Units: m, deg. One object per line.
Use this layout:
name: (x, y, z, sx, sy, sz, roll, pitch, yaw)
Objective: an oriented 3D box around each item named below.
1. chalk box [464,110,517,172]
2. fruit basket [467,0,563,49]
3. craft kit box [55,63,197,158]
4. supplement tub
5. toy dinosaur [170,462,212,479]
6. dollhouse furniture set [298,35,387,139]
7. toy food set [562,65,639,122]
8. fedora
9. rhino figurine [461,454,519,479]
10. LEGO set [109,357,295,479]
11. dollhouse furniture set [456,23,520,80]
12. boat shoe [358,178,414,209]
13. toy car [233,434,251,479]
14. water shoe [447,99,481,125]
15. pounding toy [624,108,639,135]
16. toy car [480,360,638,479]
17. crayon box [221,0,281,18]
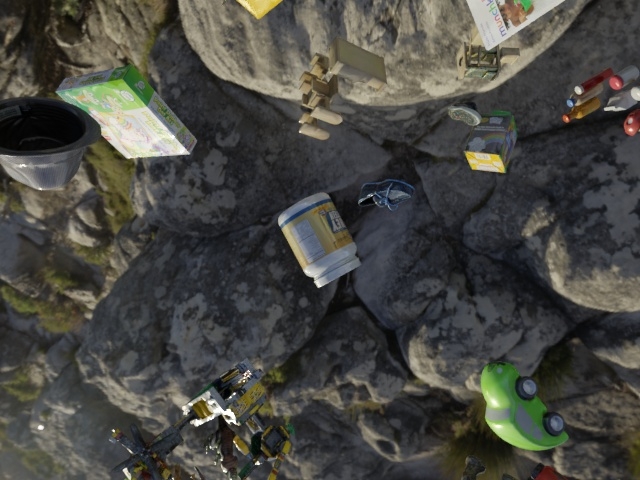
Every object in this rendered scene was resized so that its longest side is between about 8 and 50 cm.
chalk box: (0.641, -0.380, 1.608, 0.132, 0.213, 0.132, 16, 166, 36)
fruit basket: (0.417, -0.642, 0.933, 0.353, 0.165, 0.327, -14, 102, 61)
craft kit box: (-0.485, -0.313, 1.102, 0.246, 0.061, 0.250, 0, 149, 27)
supplement tub: (0.000, 0.000, 1.064, 0.144, 0.144, 0.200, -32, 84, 33)
toy dinosaur: (-0.282, 0.620, 1.024, 0.211, 0.064, 0.112, 29, 169, 26)
dollhouse furniture set: (0.056, -0.441, 1.271, 0.160, 0.212, 0.242, 13, 150, -26)
toy food set: (0.760, -0.391, 1.175, 0.104, 0.232, 0.111, -30, 102, 1)
fedora: (-0.598, -0.197, 0.925, 0.275, 0.243, 0.124, 42, 136, 30)
rhino figurine: (0.236, 0.387, 0.513, 0.243, 0.106, 0.073, 53, 143, -4)
LEGO set: (-0.180, 0.373, 0.769, 0.255, 0.331, 0.192, 58, 137, 9)
dollhouse furniture set: (0.517, -0.545, 1.265, 0.181, 0.101, 0.161, 1, 169, -4)
boat shoe: (0.228, -0.150, 1.519, 0.109, 0.089, 0.258, 30, 168, -22)
toy car: (-0.126, 0.361, 0.645, 0.040, 0.060, 0.122, 15, 116, 53)
water shoe: (0.544, -0.483, 1.599, 0.080, 0.203, 0.073, -37, 118, 3)
pounding toy: (0.609, -0.203, 0.760, 0.110, 0.237, 0.183, 27, 138, 19)
toy car: (0.236, 0.229, 0.444, 0.225, 0.053, 0.239, 53, 158, 7)
crayon box: (-0.062, -0.570, 0.838, 0.081, 0.202, 0.318, 30, 166, -33)
